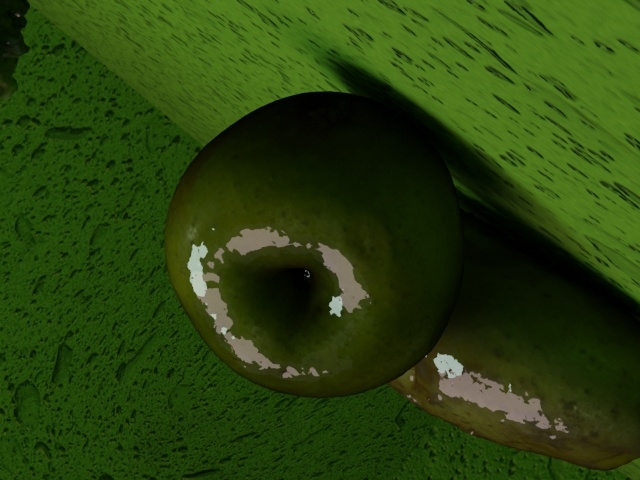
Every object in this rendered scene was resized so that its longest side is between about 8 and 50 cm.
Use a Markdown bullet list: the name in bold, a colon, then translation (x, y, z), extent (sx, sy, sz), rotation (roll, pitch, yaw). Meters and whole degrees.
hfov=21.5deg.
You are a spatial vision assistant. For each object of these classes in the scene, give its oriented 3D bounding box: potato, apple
- **potato**: translation (0.118, 0.069, 1.176), extent (0.176, 0.141, 0.298), rotation (7, -159, -44)
- **apple**: translation (0.000, 0.000, 1.053), extent (0.196, 0.196, 0.157), rotation (37, -148, 1)

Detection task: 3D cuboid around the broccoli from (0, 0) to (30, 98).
- **broccoli**: translation (-0.274, -0.183, 0.916), extent (0.260, 0.235, 0.288), rotation (66, -163, -71)
